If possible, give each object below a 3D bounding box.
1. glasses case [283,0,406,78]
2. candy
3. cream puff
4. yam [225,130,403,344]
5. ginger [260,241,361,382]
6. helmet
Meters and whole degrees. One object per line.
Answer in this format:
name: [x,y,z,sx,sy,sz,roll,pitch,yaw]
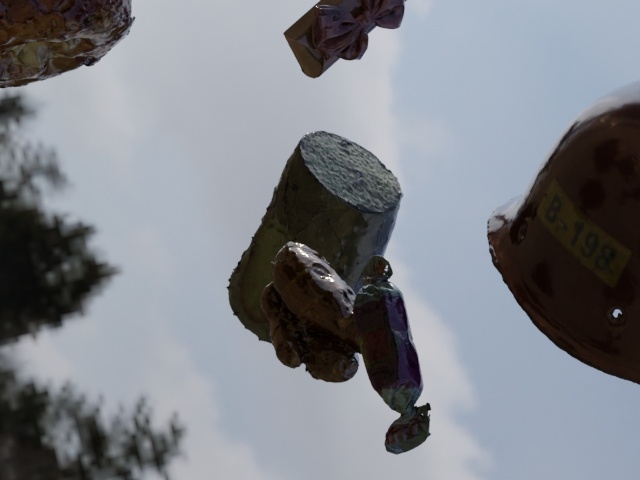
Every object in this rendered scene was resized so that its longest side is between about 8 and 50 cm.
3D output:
glasses case: [0.048,-0.284,2.258,0.070,0.193,0.102,45,-7,29]
candy: [0.055,0.090,1.511,0.043,0.045,0.175,35,36,-54]
cream puff: [-0.287,-0.226,1.691,0.240,0.240,0.164,132,-61,-70]
yam: [0.000,0.000,2.079,0.154,0.154,0.254,65,-37,37]
ginger: [-0.008,0.081,1.774,0.162,0.073,0.103,45,-66,37]
helmet: [0.349,-0.043,1.725,0.385,0.337,0.230,52,-41,47]
